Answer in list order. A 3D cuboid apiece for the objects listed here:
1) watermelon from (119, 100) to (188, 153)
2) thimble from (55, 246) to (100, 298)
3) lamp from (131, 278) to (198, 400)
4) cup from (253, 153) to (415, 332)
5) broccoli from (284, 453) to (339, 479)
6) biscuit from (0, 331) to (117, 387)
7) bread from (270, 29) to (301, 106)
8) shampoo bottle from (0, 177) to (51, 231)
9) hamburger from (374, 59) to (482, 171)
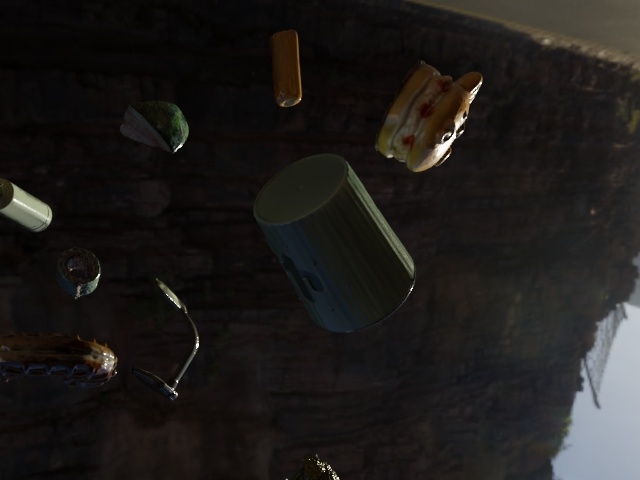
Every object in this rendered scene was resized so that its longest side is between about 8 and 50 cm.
[{"bbox_3d":[-0.483,-0.357,1.922,0.202,0.136,0.207,12,-150,7],"label":"watermelon"},{"bbox_3d":[-0.730,0.096,1.998,0.118,0.090,0.135,-27,-111,-36],"label":"thimble"},{"bbox_3d":[-0.409,0.254,1.744,0.124,0.283,0.203,2,148,22],"label":"lamp"},{"bbox_3d":[-0.003,0.017,1.711,0.401,0.392,0.310,-13,-142,26],"label":"cup"},{"bbox_3d":[-0.019,0.454,1.189,0.120,0.131,0.130,0,180,1],"label":"broccoli"},{"bbox_3d":[-0.735,0.325,1.803,0.366,0.115,0.268,9,156,-28],"label":"biscuit"},{"bbox_3d":[-0.111,-0.540,2.060,0.074,0.239,0.092,2,171,-42],"label":"bread"},{"bbox_3d":[-0.767,-0.093,1.653,0.085,0.085,0.262,2,167,3],"label":"shampoo bottle"},{"bbox_3d":[0.293,-0.328,1.755,0.186,0.303,0.261,29,160,11],"label":"hamburger"}]
